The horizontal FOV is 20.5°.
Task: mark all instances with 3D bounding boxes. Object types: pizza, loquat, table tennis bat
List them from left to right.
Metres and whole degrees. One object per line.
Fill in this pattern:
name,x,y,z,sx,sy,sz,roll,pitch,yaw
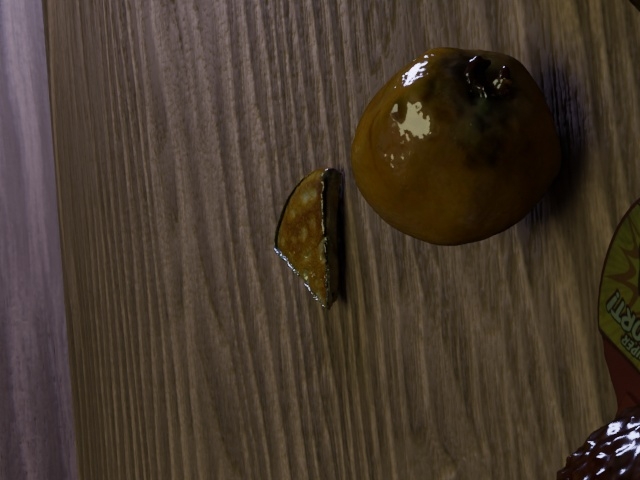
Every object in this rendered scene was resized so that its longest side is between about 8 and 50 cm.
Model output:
pizza,0.000,0.000,2.177,0.176,0.036,0.184,67,148,34
loquat,0.128,-0.088,1.677,0.234,0.187,0.176,126,136,-55
table tennis bat,0.293,0.097,1.523,0.200,0.038,0.310,-126,43,-53

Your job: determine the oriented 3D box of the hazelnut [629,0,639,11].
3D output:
hazelnut,0.310,-0.234,1.276,0.208,0.208,0.208,176,90,-67

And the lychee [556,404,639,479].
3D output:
lychee,0.288,0.230,1.301,0.260,0.261,0.260,176,90,-67
